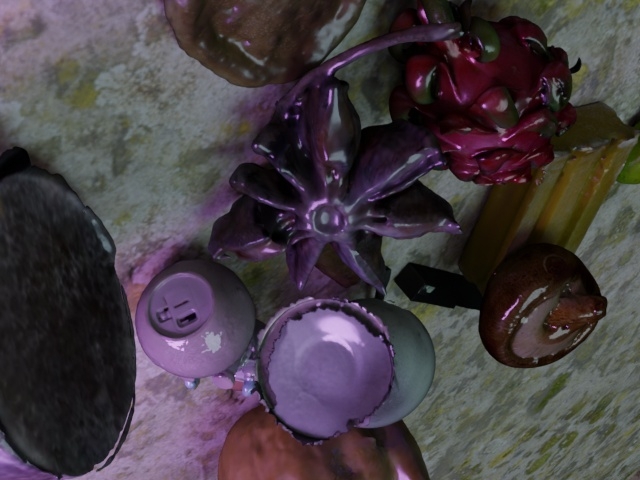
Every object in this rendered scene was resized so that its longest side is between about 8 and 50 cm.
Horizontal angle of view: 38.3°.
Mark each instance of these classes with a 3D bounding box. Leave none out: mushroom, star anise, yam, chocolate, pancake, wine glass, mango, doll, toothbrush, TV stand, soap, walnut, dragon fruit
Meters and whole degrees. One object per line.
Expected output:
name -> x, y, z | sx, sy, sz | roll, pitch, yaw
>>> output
mushroom -> 0.328, 0.095, 1.418 | 0.194, 0.138, 0.231 | -30, 138, 12
star anise -> 0.029, -0.071, 1.024 | 0.360, 0.139, 0.316 | -19, 135, 17
yam -> 0.000, 0.000, 1.214 | 0.057, 0.056, 0.241 | -38, 146, 1
chocolate -> -0.327, 0.090, 0.850 | 0.213, 0.303, 0.303 | -14, 149, 12
pancake -> -0.043, -0.240, 0.880 | 0.223, 0.042, 0.236 | -27, 147, -19
wine glass -> 0.046, 0.165, 1.228 | 0.190, 0.190, 0.357 | -43, 167, 9
mango -> 0.547, -0.157, 1.510 | 0.163, 0.089, 0.117 | -40, 157, 27
doll -> -0.128, 0.123, 1.175 | 0.151, 0.151, 0.287 | -37, 154, -1
toothbrush -> 0.080, 0.131, 1.471 | 0.030, 0.030, 0.297 | -29, 148, -25
TV stand -> 0.217, 0.082, 1.519 | 0.256, 0.049, 0.040 | 14, 121, -50
soap -> 0.345, -0.055, 1.434 | 0.199, 0.091, 0.314 | -16, 143, -28
walnut -> 0.008, 0.418, 1.447 | 0.384, 0.383, 0.383 | -25, 145, -19
dragon fruit -> 0.175, -0.166, 1.053 | 0.273, 0.218, 0.198 | 7, 90, -42
